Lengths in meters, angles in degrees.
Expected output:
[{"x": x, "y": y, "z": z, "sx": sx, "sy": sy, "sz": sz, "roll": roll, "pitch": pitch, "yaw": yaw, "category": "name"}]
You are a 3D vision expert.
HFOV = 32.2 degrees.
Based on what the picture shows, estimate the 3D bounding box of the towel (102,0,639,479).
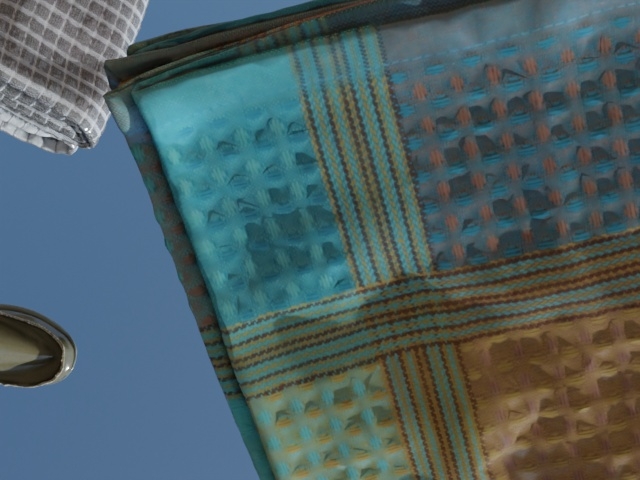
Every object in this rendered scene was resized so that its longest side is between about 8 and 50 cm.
[{"x": 0.089, "y": 0.055, "z": 0.509, "sx": 0.271, "sy": 0.370, "sz": 0.040, "roll": -15, "pitch": -157, "yaw": 7, "category": "towel"}]

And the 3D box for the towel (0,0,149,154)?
[{"x": -0.320, "y": -0.249, "z": 1.136, "sx": 0.284, "sy": 0.121, "sz": 0.235, "roll": 29, "pitch": -114, "yaw": -36, "category": "towel"}]

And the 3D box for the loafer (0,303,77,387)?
[{"x": -0.391, "y": 0.112, "z": 1.206, "sx": 0.251, "sy": 0.094, "sz": 0.087, "roll": 15, "pitch": -171, "yaw": -14, "category": "loafer"}]
